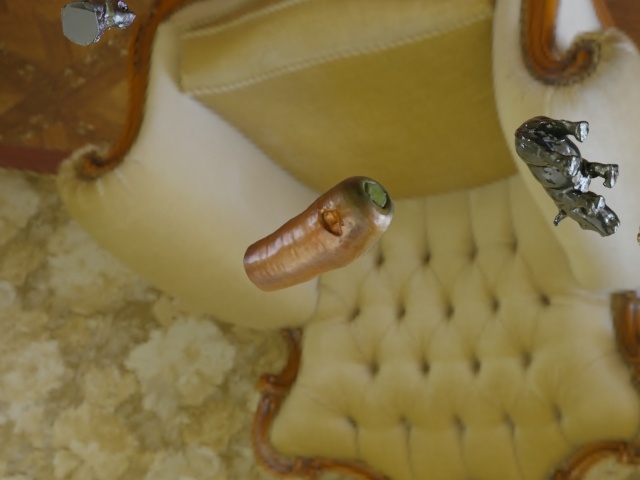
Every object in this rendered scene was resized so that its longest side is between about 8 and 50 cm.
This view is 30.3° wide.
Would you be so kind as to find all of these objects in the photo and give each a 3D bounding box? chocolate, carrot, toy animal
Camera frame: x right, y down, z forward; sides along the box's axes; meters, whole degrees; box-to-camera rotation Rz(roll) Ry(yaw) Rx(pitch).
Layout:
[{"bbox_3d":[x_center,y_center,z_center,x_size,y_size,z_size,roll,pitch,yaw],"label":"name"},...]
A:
[{"bbox_3d":[-0.300,-0.313,1.620,0.072,0.147,0.070,37,120,-6],"label":"chocolate"},{"bbox_3d":[0.000,0.000,1.334,0.087,0.087,0.193,31,131,-29],"label":"carrot"},{"bbox_3d":[0.196,-0.045,0.916,0.065,0.047,0.135,17,159,46],"label":"toy animal"}]

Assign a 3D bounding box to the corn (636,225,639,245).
[{"bbox_3d":[0.460,-0.008,1.339,0.080,0.080,0.238,32,159,-30],"label":"corn"}]
